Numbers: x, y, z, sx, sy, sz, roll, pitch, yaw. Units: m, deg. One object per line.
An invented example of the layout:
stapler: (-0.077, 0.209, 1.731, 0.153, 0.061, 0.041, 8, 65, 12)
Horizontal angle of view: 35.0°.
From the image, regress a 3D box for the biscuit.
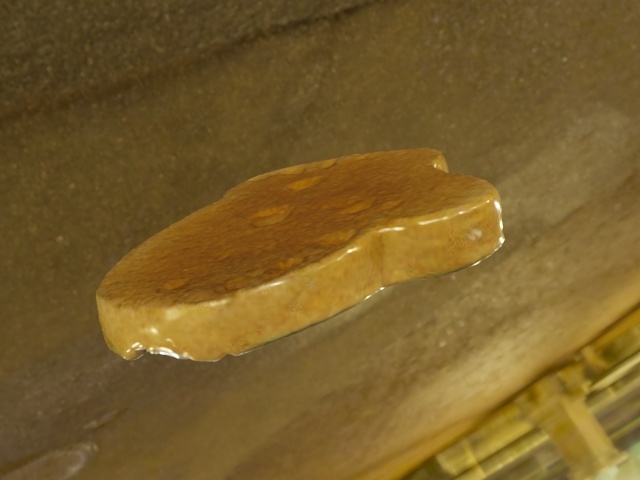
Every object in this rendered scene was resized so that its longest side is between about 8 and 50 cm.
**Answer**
biscuit: (0.001, 0.002, 0.758, 0.287, 0.057, 0.344, -7, -162, 25)
